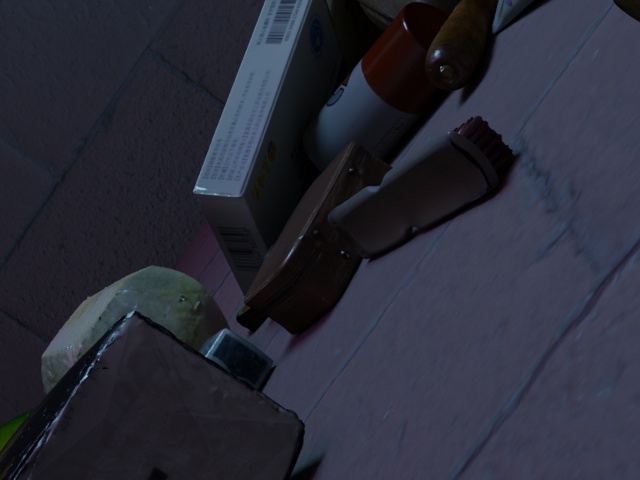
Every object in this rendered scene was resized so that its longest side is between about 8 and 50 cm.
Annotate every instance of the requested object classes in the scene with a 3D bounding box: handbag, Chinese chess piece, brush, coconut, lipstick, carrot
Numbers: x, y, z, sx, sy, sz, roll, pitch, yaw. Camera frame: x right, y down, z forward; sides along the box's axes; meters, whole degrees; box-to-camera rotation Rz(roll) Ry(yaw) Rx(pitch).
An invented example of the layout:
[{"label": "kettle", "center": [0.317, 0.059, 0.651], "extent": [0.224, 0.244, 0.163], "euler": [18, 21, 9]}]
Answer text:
[{"label": "handbag", "center": [0.000, 0.000, 1.476], "extent": [0.151, 0.072, 0.193], "euler": [-44, 16, 56]}, {"label": "Chinese chess piece", "center": [0.020, -0.306, 1.990], "extent": [0.273, 0.102, 0.273], "euler": [6, -90, -65]}, {"label": "brush", "center": [0.081, -0.043, 1.225], "extent": [0.050, 0.060, 0.321], "euler": [-45, 4, -21]}, {"label": "coconut", "center": [-0.209, 0.144, 1.683], "extent": [0.237, 0.197, 0.237], "euler": [-43, 12, 12]}, {"label": "lipstick", "center": [-0.150, 0.223, 1.439], "extent": [0.290, 0.077, 0.076], "euler": [-59, 8, -26]}, {"label": "carrot", "center": [0.158, -0.225, 1.511], "extent": [0.059, 0.059, 0.248], "euler": [-50, 6, 35]}]

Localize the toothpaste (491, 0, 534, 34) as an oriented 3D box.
[{"label": "toothpaste", "center": [0.217, -0.267, 1.351], "extent": [0.058, 0.056, 0.314], "euler": [-33, 2, -10]}]

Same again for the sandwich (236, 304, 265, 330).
[{"label": "sandwich", "center": [-0.073, 0.077, 1.758], "extent": [0.101, 0.026, 0.069], "euler": [-47, 7, 33]}]

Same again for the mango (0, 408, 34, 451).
[{"label": "mango", "center": [-0.403, 0.345, 2.010], "extent": [0.382, 0.201, 0.225], "euler": [-107, 42, -83]}]

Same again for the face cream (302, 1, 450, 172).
[{"label": "face cream", "center": [0.074, -0.165, 1.601], "extent": [0.214, 0.096, 0.096], "euler": [-49, 10, 38]}]

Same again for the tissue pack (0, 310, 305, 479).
[{"label": "tissue pack", "center": [-0.179, 0.230, 1.152], "extent": [0.210, 0.198, 0.370], "euler": [-56, 8, -33]}]

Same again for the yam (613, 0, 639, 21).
[{"label": "yam", "center": [0.288, -0.283, 0.892], "extent": [0.357, 0.081, 0.081], "euler": [-60, 9, -19]}]

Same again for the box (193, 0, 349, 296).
[{"label": "box", "center": [-0.047, -0.124, 1.684], "extent": [0.200, 0.065, 0.343], "euler": [68, -149, -49]}]

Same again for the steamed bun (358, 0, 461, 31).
[{"label": "steamed bun", "center": [0.129, -0.393, 1.816], "extent": [0.251, 0.199, 0.301], "euler": [-54, 9, 13]}]
